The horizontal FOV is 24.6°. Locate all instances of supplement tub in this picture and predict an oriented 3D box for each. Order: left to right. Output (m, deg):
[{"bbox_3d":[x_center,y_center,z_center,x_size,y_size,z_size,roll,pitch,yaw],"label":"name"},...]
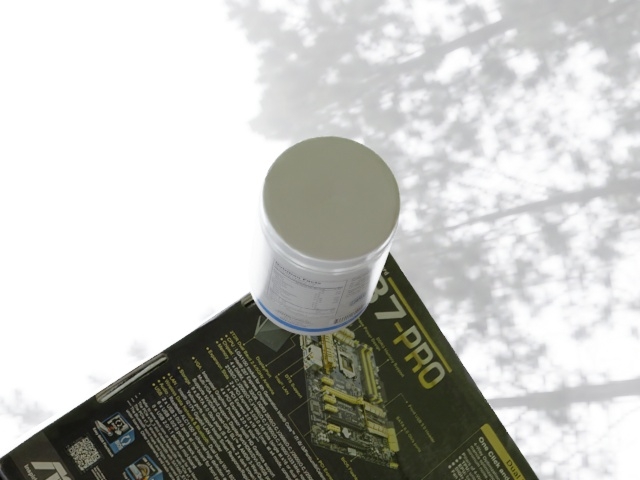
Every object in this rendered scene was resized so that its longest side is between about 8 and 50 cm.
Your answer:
[{"bbox_3d":[0.000,0.000,0.745,0.071,0.107,0.071,2,-114,-5],"label":"supplement tub"}]

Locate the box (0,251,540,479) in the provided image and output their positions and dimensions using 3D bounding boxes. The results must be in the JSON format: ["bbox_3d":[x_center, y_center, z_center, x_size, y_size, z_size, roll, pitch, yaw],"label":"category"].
[{"bbox_3d":[0.013,0.225,0.906,0.318,0.097,0.395,-34,-90,-35],"label":"box"}]
